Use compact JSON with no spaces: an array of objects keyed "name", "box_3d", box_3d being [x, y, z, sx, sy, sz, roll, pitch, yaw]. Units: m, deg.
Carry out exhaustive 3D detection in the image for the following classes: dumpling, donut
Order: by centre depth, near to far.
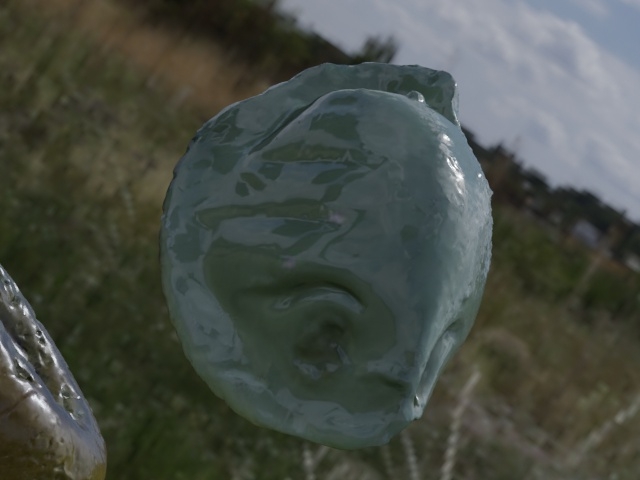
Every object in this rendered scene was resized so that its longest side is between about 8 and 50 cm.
[{"name":"dumpling","box_3d":[0.012,0.008,0.847,0.153,0.219,0.108,-14,-44,30]},{"name":"donut","box_3d":[-0.267,0.108,1.362,0.261,0.128,0.208,58,3,-3]}]
